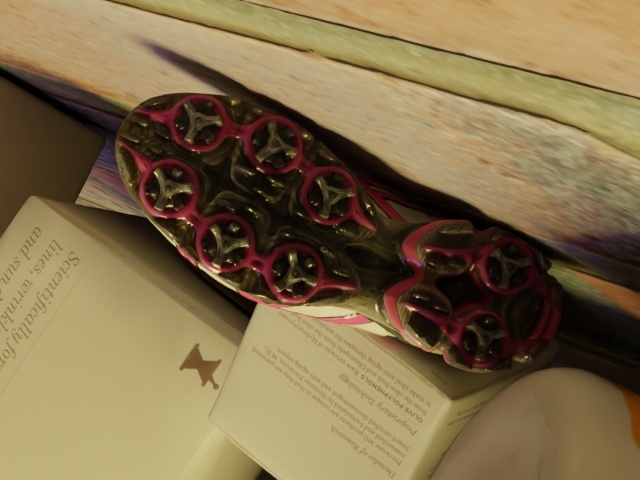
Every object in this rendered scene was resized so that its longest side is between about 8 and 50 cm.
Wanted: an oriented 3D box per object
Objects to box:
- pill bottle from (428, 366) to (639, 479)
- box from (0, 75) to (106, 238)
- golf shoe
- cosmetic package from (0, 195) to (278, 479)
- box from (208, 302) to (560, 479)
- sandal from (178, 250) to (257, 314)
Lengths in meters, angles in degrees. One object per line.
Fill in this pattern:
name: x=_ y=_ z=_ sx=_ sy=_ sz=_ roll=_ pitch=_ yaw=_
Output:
pill bottle: x=0.165 y=0.169 z=0.604 sx=0.278 sy=0.162 sz=0.162 roll=27 pitch=173 yaw=-10
box: x=-0.286 y=-0.079 z=0.911 sx=0.311 sy=0.121 sz=0.148 roll=30 pitch=172 yaw=-32
golf shoe: x=0.000 y=0.000 z=0.684 sx=0.186 sy=0.067 sz=0.086 roll=27 pitch=175 yaw=-15
cosmetic package: x=-0.102 y=0.110 z=0.997 sx=0.156 sy=0.217 sz=0.385 roll=35 pitch=-178 yaw=11
box: x=0.028 y=0.063 z=0.761 sx=0.102 sy=0.087 sz=0.101 roll=36 pitch=-152 yaw=24
sandal: x=0.021 y=0.033 z=0.876 sx=0.219 sy=0.060 sz=0.090 roll=27 pitch=179 yaw=34
